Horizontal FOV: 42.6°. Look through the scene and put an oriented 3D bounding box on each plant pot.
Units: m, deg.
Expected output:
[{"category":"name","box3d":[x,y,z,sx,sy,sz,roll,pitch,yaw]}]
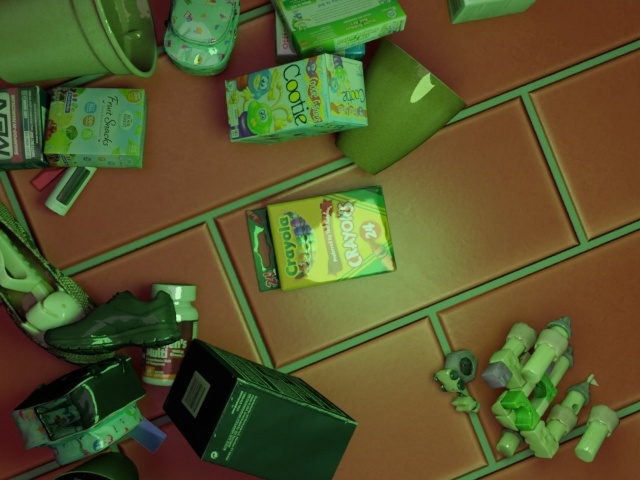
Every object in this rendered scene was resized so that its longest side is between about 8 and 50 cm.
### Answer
[{"category":"plant pot","box3d":[0.156,-0.279,1.839,0.237,0.237,0.254,38,103,-2]},{"category":"plant pot","box3d":[-0.558,-0.479,1.766,0.305,0.334,0.334,-12,90,9]}]

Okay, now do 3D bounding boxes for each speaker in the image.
[{"category":"speaker","box3d":[-0.570,-0.124,1.870,0.055,0.055,0.136,35,88,-2]}]

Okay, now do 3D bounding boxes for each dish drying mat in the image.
[{"category":"dish drying mat","box3d":[-0.626,-0.151,1.890,0.083,0.008,0.032,-43,91,-3]}]

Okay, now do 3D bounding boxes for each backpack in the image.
[{"category":"backpack","box3d":[-0.525,0.370,1.776,0.253,0.225,0.191,-17,94,22]},{"category":"backpack","box3d":[-0.269,-0.471,1.845,0.166,0.144,0.188,10,92,-8]}]

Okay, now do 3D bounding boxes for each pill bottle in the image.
[{"category":"pill bottle","box3d":[-0.336,0.208,1.844,0.121,0.121,0.221,3,90,-3]}]

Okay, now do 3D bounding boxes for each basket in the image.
[{"category":"basket","box3d":[-0.475,0.549,1.781,0.204,0.227,0.154,18,89,-2]}]

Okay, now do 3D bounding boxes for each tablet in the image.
[{"category":"tablet","box3d":[-0.401,0.446,1.896,0.083,0.006,0.054,38,88,-1]}]

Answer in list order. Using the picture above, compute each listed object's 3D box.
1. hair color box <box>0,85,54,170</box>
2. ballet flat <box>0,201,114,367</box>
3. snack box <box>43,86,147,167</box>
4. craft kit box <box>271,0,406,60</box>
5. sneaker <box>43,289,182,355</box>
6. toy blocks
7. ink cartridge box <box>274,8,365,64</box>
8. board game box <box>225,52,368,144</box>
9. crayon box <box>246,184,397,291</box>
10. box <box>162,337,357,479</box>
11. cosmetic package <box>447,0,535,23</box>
[{"category":"hair color box","box3d":[-0.783,-0.241,1.832,0.347,0.105,0.174,-5,88,-1]},{"category":"ballet flat","box3d":[-0.646,0.100,1.800,0.164,0.182,0.483,-40,92,-3]},{"category":"snack box","box3d":[-0.499,-0.253,1.840,0.207,0.070,0.174,1,67,-4]},{"category":"craft kit box","box3d":[0.025,-0.534,1.807,0.250,0.061,0.246,-20,66,-10]},{"category":"sneaker","box3d":[-0.443,0.174,1.751,0.286,0.109,0.130,-6,77,-6]},{"category":"toy blocks","box3d":[0.492,0.309,1.861,0.260,0.309,0.288,-45,105,-35]},{"category":"ink cartridge box","box3d":[-0.004,-0.486,1.883,0.203,0.086,0.148,-2,88,-3]},{"category":"board game box","box3d":[-0.054,-0.300,1.782,0.275,0.144,0.142,-6,89,36]},{"category":"crayon box","box3d":[0.000,0.000,1.882,0.318,0.081,0.202,-11,90,-2]},{"category":"box","box3d":[-0.133,0.368,1.720,0.294,0.296,0.182,25,88,-26]},{"category":"cosmetic package","box3d":[0.388,-0.599,1.870,0.184,0.151,0.151,-11,90,-4]}]
